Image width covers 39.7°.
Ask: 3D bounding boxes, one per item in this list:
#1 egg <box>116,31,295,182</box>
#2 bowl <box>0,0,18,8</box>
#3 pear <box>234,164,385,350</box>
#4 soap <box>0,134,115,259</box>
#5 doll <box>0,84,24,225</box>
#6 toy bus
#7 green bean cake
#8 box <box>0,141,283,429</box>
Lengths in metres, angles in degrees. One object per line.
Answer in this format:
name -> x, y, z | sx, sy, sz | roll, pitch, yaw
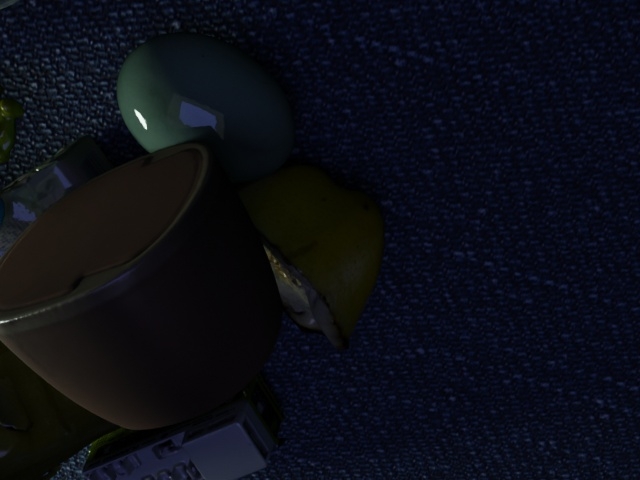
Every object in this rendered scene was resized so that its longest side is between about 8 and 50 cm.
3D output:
egg -> -0.139, -0.160, 1.093 | 0.231, 0.168, 0.168 | 28, 113, -10
bowl -> -0.408, -0.411, 1.000 | 0.289, 0.146, 0.289 | 0, 116, 0
pear -> -0.001, -0.002, 1.168 | 0.178, 0.267, 0.267 | -40, 110, -9
soap -> -0.336, -0.008, 1.188 | 0.182, 0.138, 0.199 | -31, 110, 14
doll -> -0.544, -0.099, 1.108 | 0.346, 0.099, 0.341 | 7, 94, 3
toy bus -> -0.208, 0.312, 1.331 | 0.302, 0.139, 0.113 | -25, 109, 15
green bean cake -> -0.409, 0.234, 1.265 | 0.310, 0.285, 0.202 | -42, 71, 42
box -> -0.191, 0.058, 0.998 | 0.301, 0.301, 0.216 | -27, 119, 13
